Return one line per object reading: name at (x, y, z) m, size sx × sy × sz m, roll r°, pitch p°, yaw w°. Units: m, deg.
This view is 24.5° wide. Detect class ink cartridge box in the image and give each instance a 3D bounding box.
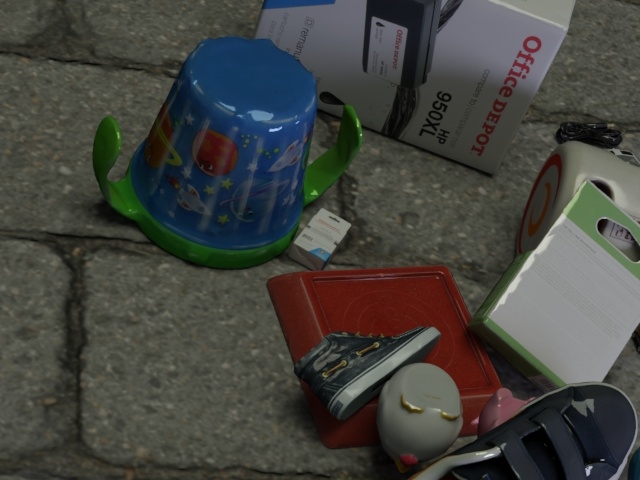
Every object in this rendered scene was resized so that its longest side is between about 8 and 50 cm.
ink cartridge box at (0.122, -0.299, 2.037) m, size 0.395 × 0.285 × 0.166 m, roll 20°, pitch 45°, yaw -2°
ink cartridge box at (0.000, 0.000, 1.883) m, size 0.048 × 0.028 × 0.083 m, roll 30°, pitch 44°, yaw 8°
ink cartridge box at (0.315, 0.067, 1.820) m, size 0.171 × 0.056 × 0.235 m, roll 40°, pitch 71°, yaw -8°

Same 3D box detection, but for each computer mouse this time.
computer mouse at (0.431, -0.105, 2.152) m, size 0.106 × 0.042 × 0.193 m, roll -1°, pitch 43°, yaw -29°

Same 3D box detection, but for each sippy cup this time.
sippy cup at (-0.109, -0.123, 1.818) m, size 0.240 × 0.224 × 0.305 m, roll 35°, pitch 44°, yaw 12°

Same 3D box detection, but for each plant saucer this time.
plant saucer at (0.092, 0.124, 1.787) m, size 0.259 × 0.047 × 0.258 m, roll -1°, pitch 49°, yaw -24°

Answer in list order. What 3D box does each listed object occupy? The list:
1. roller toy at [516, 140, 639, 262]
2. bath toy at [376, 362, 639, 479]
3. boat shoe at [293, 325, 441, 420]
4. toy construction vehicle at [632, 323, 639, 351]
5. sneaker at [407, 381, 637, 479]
roller toy at (0.355, -0.021, 1.928) m, size 0.146 × 0.191 × 0.209 m, roll 18°, pitch 43°, yaw -5°
bath toy at (0.219, 0.254, 1.655) m, size 0.348 × 0.129 × 0.151 m, roll 20°, pitch 42°, yaw -5°
boat shoe at (0.056, 0.128, 1.687) m, size 0.083 × 0.065 × 0.183 m, roll 44°, pitch 49°, yaw 19°
toy construction vehicle at (0.457, 0.120, 1.945) m, size 0.086 × 0.035 × 0.098 m, roll 5°, pitch 46°, yaw -17°
sneaker at (0.205, 0.249, 1.527) m, size 0.321 × 0.127 × 0.126 m, roll -29°, pitch 86°, yaw -11°
